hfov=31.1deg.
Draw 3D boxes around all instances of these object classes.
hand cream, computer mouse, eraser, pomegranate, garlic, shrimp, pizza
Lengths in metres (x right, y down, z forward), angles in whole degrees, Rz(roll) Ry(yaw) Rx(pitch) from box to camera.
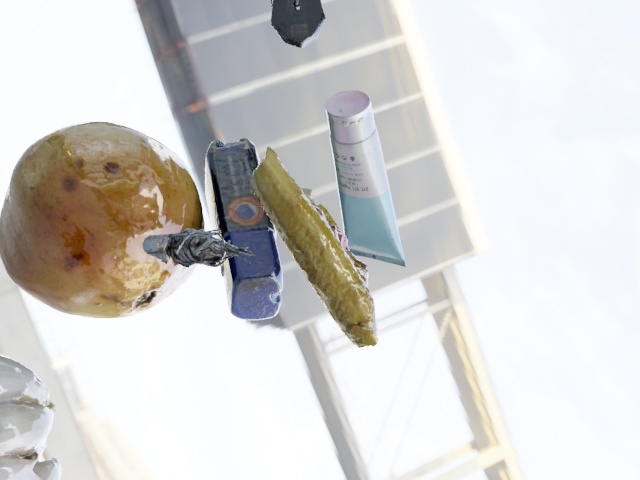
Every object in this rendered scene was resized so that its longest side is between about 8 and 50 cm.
[{"bbox_3d":[0.069,-0.085,1.766,0.111,0.070,0.312,13,-42,24],"label":"hand cream"},{"bbox_3d":[-0.044,-0.428,2.056,0.057,0.099,0.172,-151,-125,-88],"label":"computer mouse"},{"bbox_3d":[-0.143,-0.021,2.086,0.155,0.102,0.332,100,-19,-52],"label":"eraser"},{"bbox_3d":[-0.403,-0.057,2.094,0.410,0.410,0.410,50,-28,39],"label":"pomegranate"},{"bbox_3d":[-0.457,0.257,1.585,0.281,0.203,0.184,46,-42,43],"label":"garlic"},{"bbox_3d":[-0.173,0.011,1.644,0.065,0.165,0.056,-3,93,-72],"label":"shrimp"},{"bbox_3d":[0.000,0.000,1.534,0.280,0.075,0.287,57,3,-3],"label":"pizza"}]
